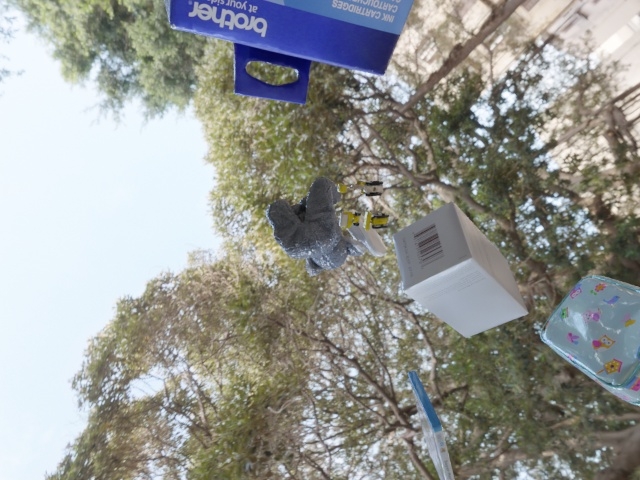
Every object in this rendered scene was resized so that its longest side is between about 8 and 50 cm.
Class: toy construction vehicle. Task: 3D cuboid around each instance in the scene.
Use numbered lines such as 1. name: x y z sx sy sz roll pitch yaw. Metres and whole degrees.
1. toy construction vehicle: 0.070 -0.059 0.707 0.098 0.086 0.035 -9 -155 -29

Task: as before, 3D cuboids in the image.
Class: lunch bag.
1. lunch bag: 0.632 0.196 0.899 0.108 0.224 0.279 34 -174 -11

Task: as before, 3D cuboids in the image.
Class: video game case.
1. video game case: 0.172 0.300 0.642 0.119 0.015 0.166 -104 -3 -70

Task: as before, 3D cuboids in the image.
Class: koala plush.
1. koala plush: 0.000 0.000 1.063 0.221 0.196 0.203 53 -163 -44

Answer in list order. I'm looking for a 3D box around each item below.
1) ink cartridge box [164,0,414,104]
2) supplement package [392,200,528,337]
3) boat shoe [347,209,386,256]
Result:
1. ink cartridge box: -0.016 -0.353 0.446 0.270 0.395 0.151 1 -136 -25
2. supplement package: 0.201 0.049 0.612 0.179 0.105 0.105 36 -145 -34
3. boat shoe: 0.120 -0.011 1.212 0.066 0.063 0.184 8 -142 -48
